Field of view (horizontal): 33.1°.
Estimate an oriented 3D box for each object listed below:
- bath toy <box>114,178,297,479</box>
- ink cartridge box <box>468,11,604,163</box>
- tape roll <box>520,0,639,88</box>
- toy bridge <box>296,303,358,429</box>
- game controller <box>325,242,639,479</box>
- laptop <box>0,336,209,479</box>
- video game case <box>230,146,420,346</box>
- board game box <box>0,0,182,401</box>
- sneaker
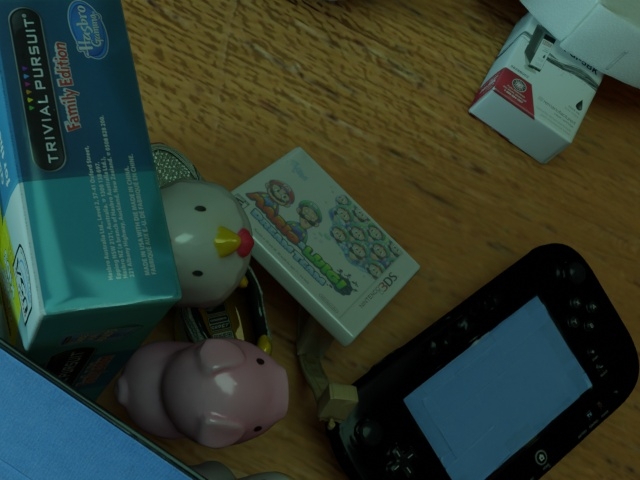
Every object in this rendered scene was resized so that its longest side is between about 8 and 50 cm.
[{"bbox_3d":[-0.086,0.126,0.764,0.151,0.129,0.348,-4,87,7],"label":"bath toy"},{"bbox_3d":[0.227,-0.163,1.097,0.099,0.056,0.135,34,62,-6],"label":"ink cartridge box"},{"bbox_3d":[0.343,-0.332,1.163,0.392,0.072,0.392,13,57,-21],"label":"tape roll"},{"bbox_3d":[0.000,0.078,0.909,0.026,0.063,0.188,10,46,-18],"label":"toy bridge"},{"bbox_3d":[0.153,0.136,0.952,0.319,0.067,0.166,-33,85,-27],"label":"game controller"},{"bbox_3d":[-0.300,0.251,0.566,0.382,0.236,0.408,35,53,-5],"label":"laptop"},{"bbox_3d":[0.000,0.000,0.914,0.157,0.019,0.143,45,36,4],"label":"video game case"},{"bbox_3d":[-0.192,-0.028,0.726,0.079,0.336,0.253,-7,73,-24],"label":"board game box"},{"bbox_3d":[-0.093,0.017,0.886,0.088,0.093,0.225,-21,79,-26],"label":"sneaker"}]
